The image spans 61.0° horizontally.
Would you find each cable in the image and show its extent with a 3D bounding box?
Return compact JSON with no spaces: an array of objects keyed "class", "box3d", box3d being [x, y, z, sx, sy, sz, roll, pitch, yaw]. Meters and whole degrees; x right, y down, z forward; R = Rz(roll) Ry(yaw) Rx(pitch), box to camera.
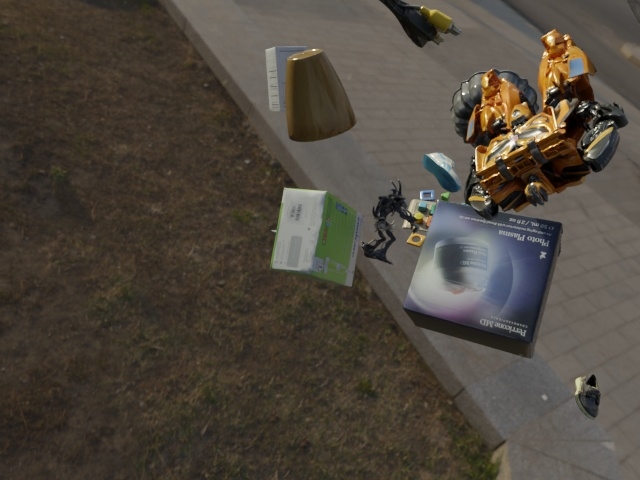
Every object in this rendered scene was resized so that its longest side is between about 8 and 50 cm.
[{"class":"cable","box3d":[0.209,-0.572,1.328,0.287,0.072,0.139,36,-3,-15]}]

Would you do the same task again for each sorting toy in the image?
[{"class":"sorting toy","box3d":[0.467,-0.110,2.347,0.196,0.047,0.347,8,50,19]}]

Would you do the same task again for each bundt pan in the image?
[{"class":"bundt pan","box3d":[0.656,-0.475,2.072,0.331,0.330,0.124,26,46,-2]}]

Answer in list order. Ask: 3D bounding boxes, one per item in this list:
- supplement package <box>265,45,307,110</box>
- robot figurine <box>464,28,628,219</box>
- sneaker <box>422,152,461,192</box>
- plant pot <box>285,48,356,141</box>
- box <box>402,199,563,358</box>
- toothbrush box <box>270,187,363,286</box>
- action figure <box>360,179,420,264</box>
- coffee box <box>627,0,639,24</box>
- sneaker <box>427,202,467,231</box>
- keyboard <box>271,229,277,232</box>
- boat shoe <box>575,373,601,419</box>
[{"class":"supplement package","box3d":[-0.132,-0.649,2.190,0.139,0.243,0.134,-8,16,-21]},{"class":"robot figurine","box3d":[0.271,-0.151,0.706,0.085,0.211,0.290,43,42,-21]},{"class":"sneaker","box3d":[0.508,-0.283,2.191,0.092,0.087,0.228,-14,49,-19]},{"class":"plant pot","box3d":[-0.020,-0.486,1.786,0.237,0.254,0.237,-11,30,6]},{"class":"box","box3d":[0.392,0.089,1.303,0.297,0.183,0.293,13,74,26]},{"class":"toothbrush box","box3d":[0.000,0.000,1.405,0.122,0.206,0.283,7,-7,25]},{"class":"action figure","box3d":[0.241,-0.060,1.850,0.141,0.275,0.164,25,-7,-29]},{"class":"coffee box","box3d":[0.856,-0.632,1.175,0.338,0.338,0.334,30,53,-35]},{"class":"sneaker","box3d":[0.437,-0.077,1.726,0.126,0.240,0.091,33,15,-22]},{"class":"keyboard","box3d":[-0.029,0.004,1.740,0.256,0.014,0.072,15,-4,6]},{"class":"boat shoe","box3d":[0.680,0.388,1.374,0.056,0.049,0.152,36,29,-1]}]
